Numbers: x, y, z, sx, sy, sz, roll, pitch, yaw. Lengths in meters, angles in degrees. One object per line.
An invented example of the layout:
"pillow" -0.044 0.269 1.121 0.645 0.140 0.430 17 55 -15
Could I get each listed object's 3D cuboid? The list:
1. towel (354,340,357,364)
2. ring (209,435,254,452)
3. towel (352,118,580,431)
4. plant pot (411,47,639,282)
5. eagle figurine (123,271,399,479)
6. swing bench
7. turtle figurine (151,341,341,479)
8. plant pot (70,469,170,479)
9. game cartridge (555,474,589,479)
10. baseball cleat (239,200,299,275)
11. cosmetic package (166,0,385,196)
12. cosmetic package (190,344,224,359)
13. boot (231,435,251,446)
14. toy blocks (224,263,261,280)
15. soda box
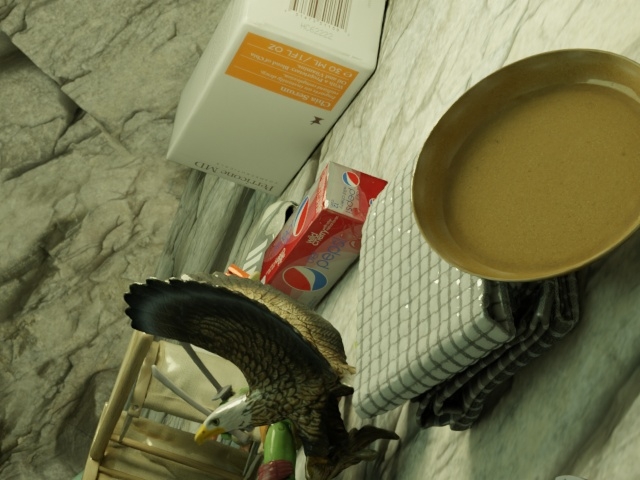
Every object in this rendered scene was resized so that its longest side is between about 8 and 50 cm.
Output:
"towel" 0.061 0.126 1.646 0.083 0.009 0.060 123 159 -43
"ring" -0.169 0.354 2.172 0.336 0.032 0.336 -161 90 -75
"towel" 0.143 0.022 1.257 0.235 0.121 0.283 -45 32 46
"plant pot" 0.191 -0.061 1.122 0.236 0.032 0.236 -16 52 22
"eagle figurine" -0.060 0.135 1.440 0.225 0.298 0.226 -28 -7 -38
"swing bench" -0.168 0.251 1.830 0.165 0.253 0.254 -104 35 -73
"turtle figurine" -0.103 0.243 1.631 0.198 0.275 0.266 -36 55 48
"plant pot" -0.252 0.417 1.955 0.196 0.293 0.293 -58 9 -21
"game cartridge" 0.198 0.211 1.018 0.083 0.017 0.056 -167 92 -76
"baseball cleat" -0.084 0.030 2.188 0.109 0.072 0.205 -3 73 68
"cosmetic package" -0.086 -0.271 2.255 0.453 0.230 0.161 130 154 -57
"cosmetic package" -0.175 0.200 2.079 0.239 0.060 0.098 88 -162 -83
"boot" -0.105 0.200 2.024 0.165 0.077 0.213 -62 20 19
"toy blocks" -0.144 0.095 2.162 0.054 0.148 0.123 -17 -48 -66
"soda box" 0.000 0.000 1.863 0.263 0.092 0.083 128 157 -53
